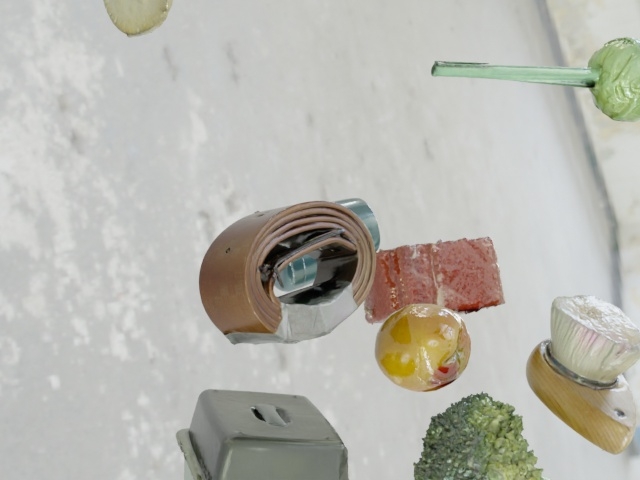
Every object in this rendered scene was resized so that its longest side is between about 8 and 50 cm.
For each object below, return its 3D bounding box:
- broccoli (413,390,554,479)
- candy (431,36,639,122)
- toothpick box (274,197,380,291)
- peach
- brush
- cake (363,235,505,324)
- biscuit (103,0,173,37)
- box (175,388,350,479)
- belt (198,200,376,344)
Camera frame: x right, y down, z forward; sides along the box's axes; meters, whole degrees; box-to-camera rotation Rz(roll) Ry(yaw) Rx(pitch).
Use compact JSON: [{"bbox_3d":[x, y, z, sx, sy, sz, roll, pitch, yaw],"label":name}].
[{"bbox_3d":[0.285,0.430,1.956,0.235,0.260,0.288,-22,132,-68],"label":"broccoli"},{"bbox_3d":[0.254,-0.181,1.223,0.336,0.093,0.092,-4,41,-32],"label":"candy"},{"bbox_3d":[0.000,0.000,1.779,0.120,0.184,0.120,49,-29,41],"label":"toothpick box"},{"bbox_3d":[0.143,0.153,1.578,0.138,0.138,0.138,-12,90,-68],"label":"peach"},{"bbox_3d":[0.481,0.230,1.920,0.174,0.166,0.266,6,33,-27],"label":"brush"},{"bbox_3d":[0.202,0.077,2.091,0.177,0.283,0.150,167,-86,-69],"label":"cake"},{"bbox_3d":[-0.251,-0.357,1.526,0.020,0.152,0.152,-4,82,-52],"label":"biscuit"},{"bbox_3d":[-0.079,0.316,1.526,0.290,0.221,0.166,-150,-113,-73],"label":"box"},{"bbox_3d":[-0.039,0.045,1.480,0.261,0.105,0.184,-27,104,-48],"label":"belt"}]
